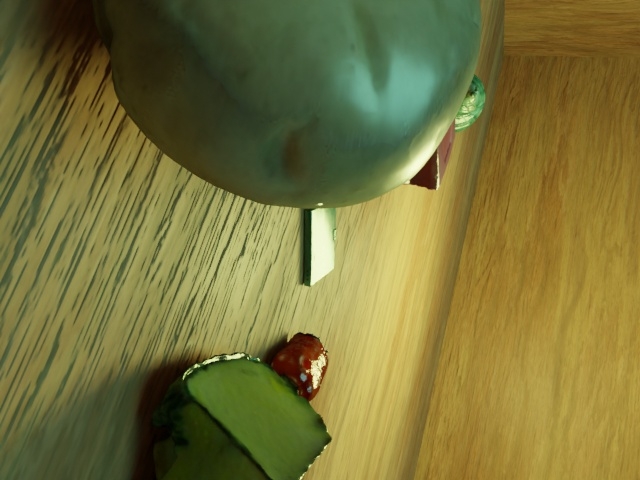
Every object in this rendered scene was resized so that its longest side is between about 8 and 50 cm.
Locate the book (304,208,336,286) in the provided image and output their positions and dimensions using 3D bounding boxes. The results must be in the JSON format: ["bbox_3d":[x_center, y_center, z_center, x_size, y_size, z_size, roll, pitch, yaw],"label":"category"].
[{"bbox_3d":[0.000,0.000,0.884,0.103,0.017,0.135,-34,129,-58],"label":"book"}]

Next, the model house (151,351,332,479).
[{"bbox_3d":[-0.122,0.264,0.591,0.211,0.170,0.194,-54,168,10],"label":"model house"}]

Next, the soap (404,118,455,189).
[{"bbox_3d":[0.228,-0.321,1.164,0.359,0.128,0.233,76,31,-44],"label":"soap"}]

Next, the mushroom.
[{"bbox_3d":[0.002,-0.178,0.446,0.356,0.315,0.315,1,98,-57],"label":"mushroom"}]

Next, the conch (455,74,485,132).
[{"bbox_3d":[0.464,-0.453,1.668,0.202,0.134,0.196,6,92,-69],"label":"conch"}]

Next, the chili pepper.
[{"bbox_3d":[-0.042,0.212,0.779,0.084,0.086,0.192,-57,175,20],"label":"chili pepper"}]
